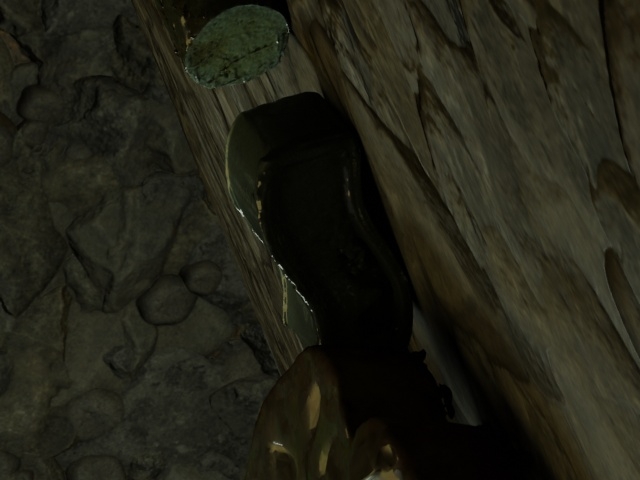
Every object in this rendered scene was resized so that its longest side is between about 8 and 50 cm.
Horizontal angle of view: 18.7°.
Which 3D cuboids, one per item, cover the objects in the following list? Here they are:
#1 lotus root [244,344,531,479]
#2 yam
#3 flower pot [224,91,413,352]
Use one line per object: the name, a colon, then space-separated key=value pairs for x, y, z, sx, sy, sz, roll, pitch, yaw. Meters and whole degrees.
lotus root: x=0.044 y=0.274 z=1.516 sx=0.390 sy=0.111 sz=0.375 roll=-155 pitch=65 yaw=-63
yam: x=-0.099 y=-0.228 z=1.616 sx=0.107 sy=0.107 sz=0.183 roll=87 pitch=159 yaw=-73
flower pot: x=0.000 y=0.000 z=1.607 sx=0.108 sy=0.103 sz=0.229 roll=-128 pitch=16 yaw=-61
